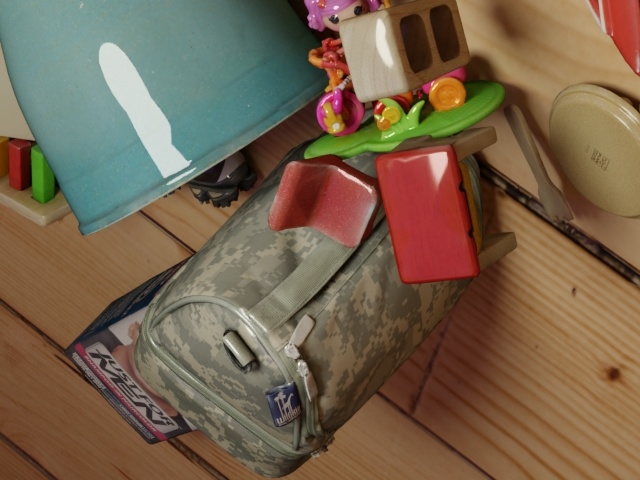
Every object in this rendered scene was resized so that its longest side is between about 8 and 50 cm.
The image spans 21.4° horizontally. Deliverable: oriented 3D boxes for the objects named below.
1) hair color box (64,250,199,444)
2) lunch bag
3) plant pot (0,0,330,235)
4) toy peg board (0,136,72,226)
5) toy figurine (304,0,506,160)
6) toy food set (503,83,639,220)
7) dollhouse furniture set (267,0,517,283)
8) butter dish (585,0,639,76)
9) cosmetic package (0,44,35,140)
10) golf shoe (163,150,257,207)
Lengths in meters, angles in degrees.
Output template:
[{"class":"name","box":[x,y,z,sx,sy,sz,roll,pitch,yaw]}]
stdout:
[{"class":"hair color box","box":[-0.169,0.134,2.054,0.174,0.105,0.347,48,151,-8]},{"class":"lunch bag","box":[-0.003,0.038,1.506,0.212,0.305,0.256,40,153,5]},{"class":"plant pot","box":[-0.161,-0.182,1.481,0.255,0.272,0.272,58,150,-7]},{"class":"toy peg board","box":[-0.302,-0.109,1.861,0.161,0.161,0.079,28,130,28]},{"class":"toy figurine","box":[0.043,-0.162,1.363,0.130,0.173,0.159,-88,-22,-70]},{"class":"toy food set","box":[0.235,-0.070,1.347,0.192,0.038,0.132,5,126,56]},{"class":"dollhouse furniture set","box":[-0.008,-0.141,1.252,0.201,0.152,0.374,-7,102,30]},{"class":"butter dish","box":[0.218,-0.217,1.094,0.160,0.118,0.160,-105,-2,-47]},{"class":"cosmetic package","box":[-0.349,-0.196,1.692,0.309,0.113,0.160,8,143,3]},{"class":"golf shoe","box":[-0.156,-0.093,1.776,0.198,0.077,0.094,4,129,36]}]
